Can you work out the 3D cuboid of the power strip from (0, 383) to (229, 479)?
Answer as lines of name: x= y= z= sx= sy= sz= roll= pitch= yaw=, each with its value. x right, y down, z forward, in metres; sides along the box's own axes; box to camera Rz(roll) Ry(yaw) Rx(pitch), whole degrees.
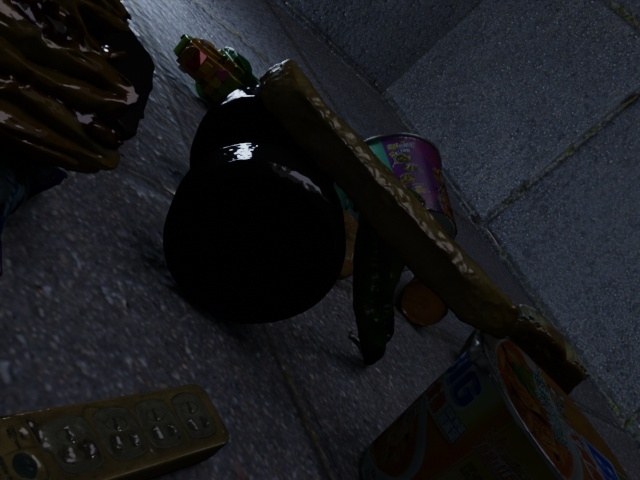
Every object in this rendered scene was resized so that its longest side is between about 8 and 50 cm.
power strip: x=-0.159 y=0.149 z=0.529 sx=0.064 sy=0.044 sz=0.305 roll=55 pitch=18 yaw=19

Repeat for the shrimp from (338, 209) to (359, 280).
shrimp: x=-0.001 y=-0.001 z=1.174 sx=0.217 sy=0.051 sz=0.115 roll=14 pitch=78 yaw=-47

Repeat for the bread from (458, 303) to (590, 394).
bread: x=0.403 y=0.244 z=1.472 sx=0.210 sy=0.192 sz=0.110 roll=45 pitch=19 yaw=-13

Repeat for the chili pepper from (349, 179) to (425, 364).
chili pepper: x=0.073 y=0.063 z=0.980 sx=0.085 sy=0.359 sz=0.076 roll=33 pitch=52 yaw=23

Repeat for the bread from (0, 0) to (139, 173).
bread: x=-0.311 y=-0.212 z=0.639 sx=0.324 sy=0.167 sz=0.277 roll=41 pitch=9 yaw=39

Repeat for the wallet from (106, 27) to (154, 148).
wallet: x=-0.306 y=-0.263 z=1.016 sx=0.197 sy=0.051 sz=0.377 roll=56 pitch=11 yaw=-28

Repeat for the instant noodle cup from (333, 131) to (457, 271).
instant noodle cup: x=0.154 y=-0.065 z=1.489 sx=0.251 sy=0.251 sz=0.190 roll=32 pitch=33 yaw=-43

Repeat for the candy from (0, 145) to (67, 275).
candy: x=-0.294 y=-0.049 z=0.593 sx=0.145 sy=0.070 sz=0.275 roll=35 pitch=17 yaw=-19

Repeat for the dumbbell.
dumbbell: x=-0.076 y=-0.059 z=0.925 sx=0.204 sy=0.204 sz=0.322 roll=42 pitch=18 yaw=-20

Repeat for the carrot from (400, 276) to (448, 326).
carrot: x=0.219 y=0.099 z=1.520 sx=0.102 sy=0.102 sz=0.263 roll=48 pitch=13 yaw=-1

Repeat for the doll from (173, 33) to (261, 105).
doll: x=-0.192 y=-0.312 z=1.366 sx=0.186 sy=0.106 sz=0.134 roll=30 pitch=18 yaw=-45

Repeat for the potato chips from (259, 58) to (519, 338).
potato chips: x=0.071 y=-0.043 z=0.799 sx=0.407 sy=0.057 sz=0.080 roll=48 pitch=24 yaw=2

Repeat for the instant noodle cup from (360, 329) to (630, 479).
instant noodle cup: x=0.200 y=0.278 z=0.847 sx=0.296 sy=0.214 sz=0.296 roll=43 pitch=17 yaw=-17
